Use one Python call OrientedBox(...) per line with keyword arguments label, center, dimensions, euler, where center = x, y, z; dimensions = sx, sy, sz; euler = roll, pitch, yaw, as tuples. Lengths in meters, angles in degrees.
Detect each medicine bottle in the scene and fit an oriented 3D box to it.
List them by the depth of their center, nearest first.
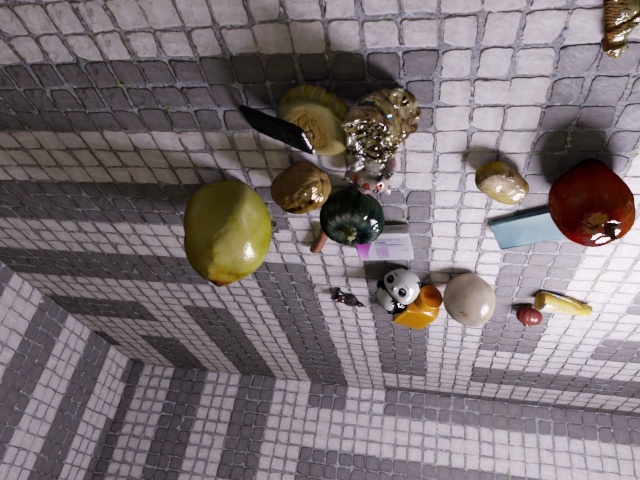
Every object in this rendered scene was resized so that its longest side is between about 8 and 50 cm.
OrientedBox(label="medicine bottle", center=(0.219, 0.006, 1.776), dimensions=(0.201, 0.052, 0.171), euler=(-1, 146, 15))
OrientedBox(label="medicine bottle", center=(0.406, 0.272, 2.082), dimensions=(0.150, 0.111, 0.222), euler=(17, 148, -10))

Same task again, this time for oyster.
OrientedBox(label="oyster", center=(0.158, -0.279, 1.232), dimensions=(0.223, 0.083, 0.214), euler=(-34, 146, -4))

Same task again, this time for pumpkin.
OrientedBox(label="pumpkin", center=(0.099, -0.067, 1.597), dimensions=(0.212, 0.152, 0.211), euler=(18, 144, 14))

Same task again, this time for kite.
OrientedBox(label="kite", center=(-0.249, -0.087, 1.803), dimensions=(0.250, 0.012, 0.229), euler=(27, 141, -24))

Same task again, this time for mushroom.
OrientedBox(label="mushroom", center=(0.575, 0.217, 1.911), dimensions=(0.205, 0.204, 0.204), euler=(8, 148, 5))

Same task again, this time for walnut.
OrientedBox(label="walnut", center=(-0.064, -0.155, 1.517), dimensions=(0.184, 0.155, 0.155), euler=(-20, 137, 32))

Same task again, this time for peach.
OrientedBox(label="peach", center=(-0.302, -0.026, 1.639), dimensions=(0.282, 0.315, 0.314), euler=(7, 137, -17))

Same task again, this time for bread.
OrientedBox(label="bread", center=(-0.003, -0.311, 1.283), dimensions=(0.214, 0.104, 0.213), euler=(19, 151, 11))

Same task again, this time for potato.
OrientedBox(label="potato", center=(0.502, -0.159, 1.399), dimensions=(0.171, 0.079, 0.107), euler=(27, 146, -16))

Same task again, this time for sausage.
OrientedBox(label="sausage", center=(0.000, 0.000, 1.840), dimensions=(0.043, 0.043, 0.186), euler=(16, 148, -8))

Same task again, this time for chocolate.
OrientedBox(label="chocolate", center=(0.935, 0.250, 1.935), dimensions=(0.220, 0.085, 0.085), euler=(11, 148, -8))

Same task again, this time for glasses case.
OrientedBox(label="glasses case", center=(0.674, -0.050, 1.563), dimensions=(0.266, 0.056, 0.105), euler=(-15, 116, 34))

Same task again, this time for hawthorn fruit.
OrientedBox(label="hawthorn fruit", center=(0.720, -0.080, 1.326), dimensions=(0.216, 0.249, 0.215), euler=(-5, 128, -6))

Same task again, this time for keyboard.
OrientedBox(label="keyboard", center=(-0.116, -0.288, 1.308), dimensions=(0.262, 0.016, 0.106), euler=(30, 163, 39))

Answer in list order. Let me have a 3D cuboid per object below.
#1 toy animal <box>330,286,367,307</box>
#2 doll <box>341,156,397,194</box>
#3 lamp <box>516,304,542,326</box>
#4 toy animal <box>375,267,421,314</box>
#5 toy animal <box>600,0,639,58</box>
OrientedBox(label="toy animal", center=(0.126, 0.265, 2.198), dimensions=(0.203, 0.070, 0.105), euler=(25, -171, -36))
OrientedBox(label="doll", center=(0.144, -0.202, 1.427), dimensions=(0.150, 0.095, 0.192), euler=(17, 150, 1))
OrientedBox(label="lamp", center=(0.838, 0.302, 2.027), dimensions=(0.101, 0.089, 0.101), euler=(10, -178, 0))
OrientedBox(label="toy animal", center=(0.296, 0.180, 1.947), dimensions=(0.138, 0.166, 0.179), euler=(-22, 156, -35))
OrientedBox(label="toy animal", center=(0.581, -0.444, 0.947), dimensions=(0.099, 0.056, 0.241), euler=(-8, 145, 27))
